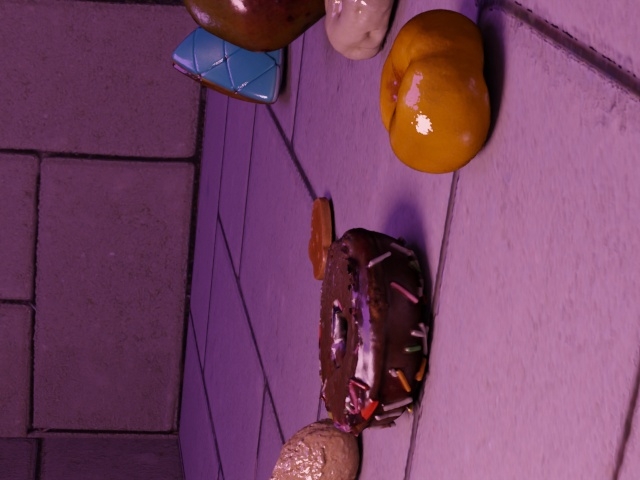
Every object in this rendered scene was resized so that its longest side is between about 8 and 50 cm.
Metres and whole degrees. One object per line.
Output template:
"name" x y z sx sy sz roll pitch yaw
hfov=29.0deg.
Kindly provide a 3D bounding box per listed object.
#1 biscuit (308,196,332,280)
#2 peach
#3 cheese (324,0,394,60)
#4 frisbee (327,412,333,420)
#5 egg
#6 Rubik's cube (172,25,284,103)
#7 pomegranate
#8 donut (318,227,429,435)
"biscuit" 0.002 0.000 2.044 0.118 0.023 0.140 124 146 -68
"peach" 0.122 -0.154 1.320 0.179 0.103 0.179 -174 90 -77
"cheese" 0.051 -0.395 1.731 0.159 0.093 0.263 118 153 -61
"frisbee" 0.035 0.169 1.867 0.236 0.017 0.236 -177 90 -78
"egg" -0.004 0.319 1.774 0.140 0.118 0.116 -51 22 10
"Rubik's cube" -0.132 -0.382 2.498 0.254 0.254 0.254 -177 90 -78
"pomegranate" -0.103 -0.467 2.073 0.323 0.290 0.291 -98 14 -75
"donut" 0.062 0.113 1.552 0.269 0.103 0.270 -179 90 -80
